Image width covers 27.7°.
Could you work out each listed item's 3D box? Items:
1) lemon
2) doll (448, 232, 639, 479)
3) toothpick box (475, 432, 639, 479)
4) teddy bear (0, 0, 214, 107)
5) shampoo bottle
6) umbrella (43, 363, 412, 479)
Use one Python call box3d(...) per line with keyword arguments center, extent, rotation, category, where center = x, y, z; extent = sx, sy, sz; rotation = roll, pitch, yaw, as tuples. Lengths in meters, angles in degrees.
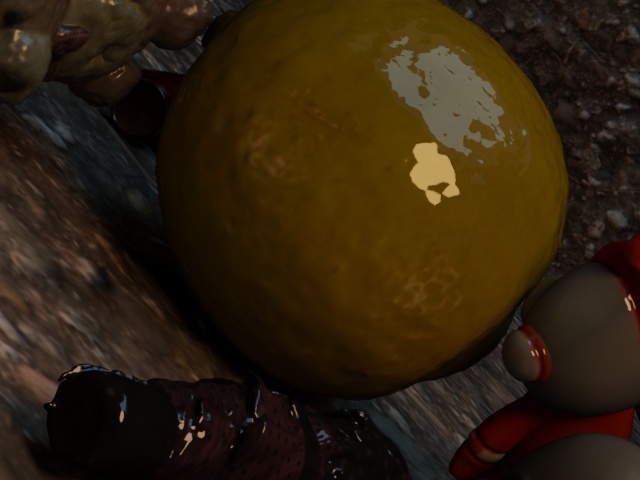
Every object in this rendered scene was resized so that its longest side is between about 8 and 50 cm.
box3d(center=(0.029, -0.044, 1.040), extent=(0.348, 0.348, 0.348), rotation=(43, 12, -11), category="lemon")
box3d(center=(0.200, 0.106, 0.997), extent=(0.336, 0.200, 0.105), rotation=(99, -27, -50), category="doll")
box3d(center=(0.218, 0.275, 0.900), extent=(0.316, 0.229, 0.229), rotation=(40, 13, -9), category="toothpick box")
box3d(center=(-0.207, -0.176, 0.929), extent=(0.151, 0.236, 0.267), rotation=(56, 26, 6), category="teddy bear")
box3d(center=(-0.149, -0.138, 1.392), extent=(0.102, 0.064, 0.260), rotation=(47, 12, 5), category="shampoo bottle")
box3d(center=(-0.042, 0.129, 0.800), extent=(0.090, 0.094, 0.326), rotation=(36, 4, 36), category="umbrella")
